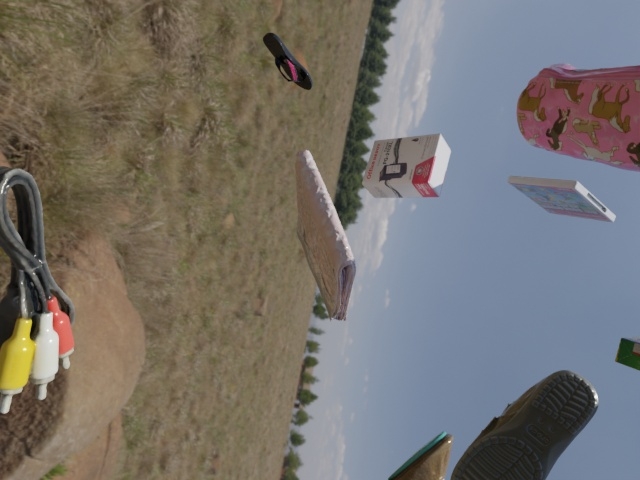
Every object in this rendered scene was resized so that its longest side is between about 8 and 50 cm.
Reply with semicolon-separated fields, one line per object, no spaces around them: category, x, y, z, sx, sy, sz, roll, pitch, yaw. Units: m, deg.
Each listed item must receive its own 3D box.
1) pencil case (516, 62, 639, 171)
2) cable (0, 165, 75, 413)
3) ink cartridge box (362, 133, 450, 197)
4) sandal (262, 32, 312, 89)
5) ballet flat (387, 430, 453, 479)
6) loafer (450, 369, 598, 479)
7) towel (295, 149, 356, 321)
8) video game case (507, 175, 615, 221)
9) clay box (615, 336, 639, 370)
pencil case;0.471;-0.192;0.646;0.386;0.160;0.167;-123;-145;-68
cable;-0.333;0.053;0.515;0.139;0.072;0.287;-62;168;-72
ink cartridge box;0.270;-0.232;1.358;0.100;0.237;0.172;36;66;-46
sandal;-0.087;-0.443;1.084;0.179;0.067;0.040;40;67;-43
ballet flat;0.154;0.533;0.862;0.124;0.342;0.116;55;-7;29
loafer;0.293;0.291;0.618;0.251;0.094;0.087;-47;156;8
towel;0.000;0.000;1.053;0.317;0.053;0.332;93;-21;-55
video game case;0.735;-0.126;1.301;0.204;0.285;0.025;20;-91;55
clay box;0.669;0.220;0.790;0.127;0.222;0.053;19;-78;56
